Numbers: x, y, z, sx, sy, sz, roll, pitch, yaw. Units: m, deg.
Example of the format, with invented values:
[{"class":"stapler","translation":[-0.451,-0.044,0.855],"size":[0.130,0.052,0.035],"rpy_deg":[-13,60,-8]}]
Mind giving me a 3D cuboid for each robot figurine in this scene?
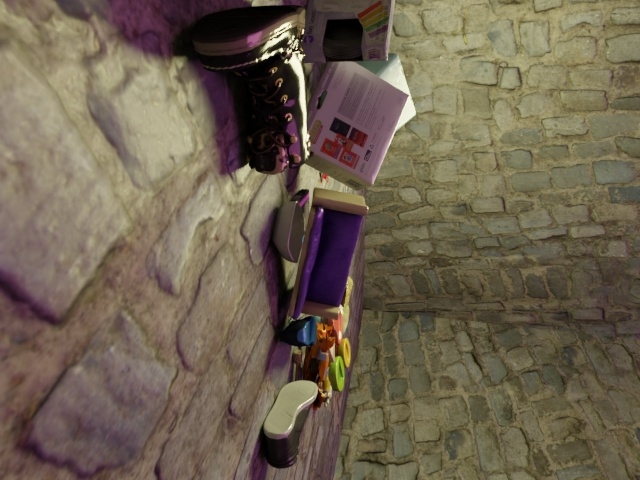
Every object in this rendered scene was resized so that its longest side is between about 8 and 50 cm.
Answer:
[{"class":"robot figurine","translation":[-0.018,0.444,1.480],"size":[0.211,0.085,0.291],"rpy_deg":[-112,-148,-80]}]

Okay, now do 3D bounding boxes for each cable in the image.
[{"class":"cable","translation":[0.031,0.611,1.963],"size":[0.139,0.072,0.287],"rpy_deg":[91,9,-46]}]

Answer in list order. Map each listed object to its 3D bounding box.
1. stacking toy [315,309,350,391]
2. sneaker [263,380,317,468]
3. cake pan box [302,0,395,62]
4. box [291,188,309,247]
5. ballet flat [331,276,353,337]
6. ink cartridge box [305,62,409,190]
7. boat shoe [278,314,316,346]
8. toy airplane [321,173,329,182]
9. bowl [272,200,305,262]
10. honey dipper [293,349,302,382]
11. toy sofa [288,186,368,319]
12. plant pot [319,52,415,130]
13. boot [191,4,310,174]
[{"class":"stacking toy","translation":[0.019,0.434,1.725],"size":[0.279,0.130,0.309],"rpy_deg":[-68,149,-59]},{"class":"sneaker","translation":[-0.086,0.526,1.245],"size":[0.296,0.105,0.146],"rpy_deg":[-34,130,-69]},{"class":"cake pan box","translation":[0.077,-0.615,1.217],"size":[0.070,0.246,0.266],"rpy_deg":[62,35,-64]},{"class":"box","translation":[-0.060,-0.063,1.308],"size":[0.116,0.029,0.162],"rpy_deg":[-59,151,-65]},{"class":"ballet flat","translation":[0.074,0.282,1.990],"size":[0.123,0.123,0.348],"rpy_deg":[84,16,-44]},{"class":"ink cartridge box","translation":[0.076,-0.352,1.298],"size":[0.309,0.272,0.130],"rpy_deg":[-66,-164,-9]},{"class":"boat shoe","translation":[-0.064,0.264,1.286],"size":[0.258,0.089,0.109],"rpy_deg":[62,26,-72]},{"class":"toy airplane","translation":[0.026,-0.279,1.658],"size":[0.151,0.028,0.151],"rpy_deg":[-169,-90,-87]},{"class":"bowl","translation":[-0.084,-0.021,1.129],"size":[0.142,0.053,0.142],"rpy_deg":[70,26,-66]},{"class":"honey dipper","translation":[-0.078,0.439,1.431],"size":[0.030,0.030,0.160],"rpy_deg":[-55,151,-69]},{"class":"toy sofa","translation":[0.017,0.051,1.197],"size":[0.177,0.150,0.362],"rpy_deg":[-87,-171,-65]},{"class":"plant pot","translation":[0.143,-0.476,1.533],"size":[0.252,0.248,0.247],"rpy_deg":[-50,133,-21]},{"class":"boot","translation":[-0.096,-0.255,0.771],"size":[0.377,0.138,0.284],"rpy_deg":[-78,168,-58]}]
